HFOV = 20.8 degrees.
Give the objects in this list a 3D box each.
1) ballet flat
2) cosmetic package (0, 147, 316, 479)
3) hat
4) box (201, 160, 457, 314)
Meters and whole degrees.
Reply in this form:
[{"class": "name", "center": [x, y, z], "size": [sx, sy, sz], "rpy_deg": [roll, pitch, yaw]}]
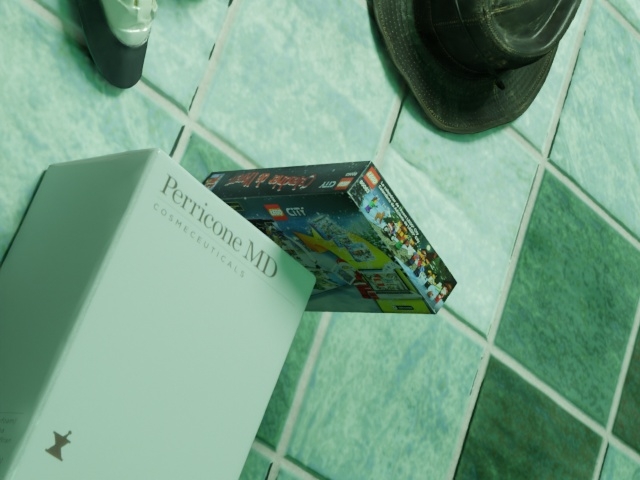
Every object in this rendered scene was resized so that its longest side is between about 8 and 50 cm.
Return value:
[{"class": "ballet flat", "center": [-0.192, -0.242, 1.619], "size": [0.074, 0.074, 0.203], "rpy_deg": [-20, 101, -44]}, {"class": "cosmetic package", "center": [-0.198, 0.172, 1.512], "size": [0.230, 0.161, 0.453], "rpy_deg": [39, 60, -35]}, {"class": "hat", "center": [0.213, -0.281, 1.979], "size": [0.331, 0.134, 0.331], "rpy_deg": [6, 82, -44]}, {"class": "box", "center": [0.000, 0.000, 1.670], "size": [0.044, 0.233, 0.159], "rpy_deg": [-53, 122, -29]}]
